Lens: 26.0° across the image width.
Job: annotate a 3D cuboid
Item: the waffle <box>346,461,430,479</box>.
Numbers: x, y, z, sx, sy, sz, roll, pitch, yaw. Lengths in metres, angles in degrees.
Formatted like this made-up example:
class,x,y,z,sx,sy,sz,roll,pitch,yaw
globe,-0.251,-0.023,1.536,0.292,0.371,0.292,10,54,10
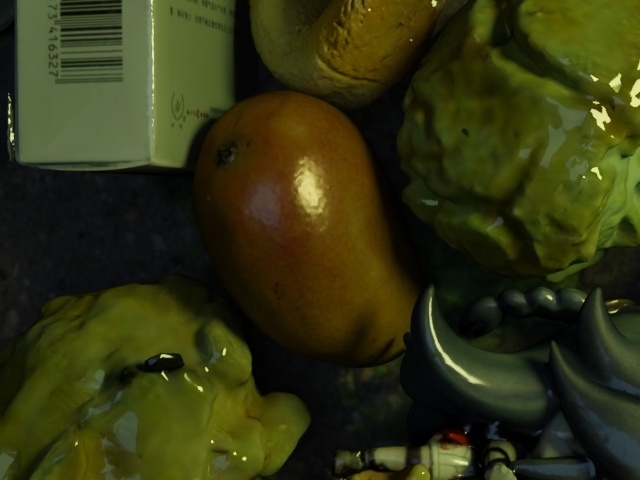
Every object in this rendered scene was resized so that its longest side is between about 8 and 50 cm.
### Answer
class,x,y,z,sx,sy,sz,roll,pitch,yaw
waffle,0.056,0.231,0.932,0.249,0.253,0.056,-6,45,26

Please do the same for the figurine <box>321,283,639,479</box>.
class,x,y,z,sx,sy,sz,roll,pitch,yaw
figurine,0.153,0.123,0.928,0.265,0.175,0.197,21,91,7

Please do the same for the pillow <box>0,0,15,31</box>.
class,x,y,z,sx,sy,sz,roll,pitch,yaw
pillow,-0.311,-0.267,1.113,0.130,0.038,0.233,-25,88,20

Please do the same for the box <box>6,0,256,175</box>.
class,x,y,z,sx,sy,sz,roll,pitch,yaw
box,-0.125,-0.197,0.982,0.106,0.200,0.300,1,91,17

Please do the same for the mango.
class,x,y,z,sx,sy,sz,roll,pitch,yaw
mango,-0.004,0.002,0.960,0.120,0.151,0.221,-12,114,39

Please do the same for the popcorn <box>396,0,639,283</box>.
class,x,y,z,sx,sy,sz,roll,pitch,yaw
popcorn,0.154,-0.083,0.920,0.221,0.183,0.204,-44,49,14

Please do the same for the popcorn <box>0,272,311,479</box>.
class,x,y,z,sx,sy,sz,roll,pitch,yaw
popcorn,-0.148,0.157,0.986,0.252,0.215,0.286,31,81,14

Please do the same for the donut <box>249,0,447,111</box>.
class,x,y,z,sx,sy,sz,roll,pitch,yaw
donut,0.016,-0.189,0.969,0.174,0.074,0.190,44,111,46
